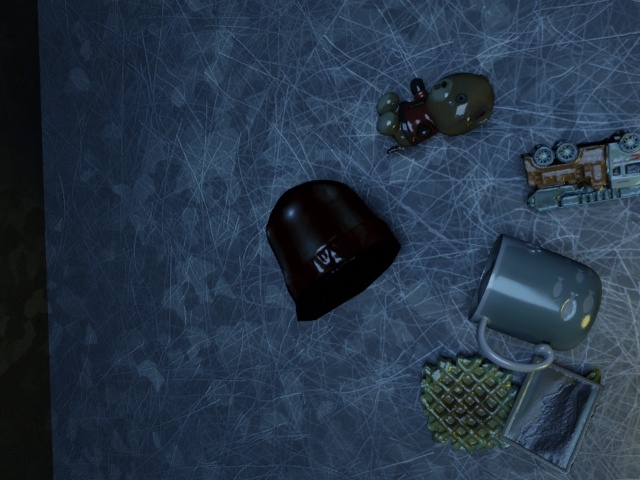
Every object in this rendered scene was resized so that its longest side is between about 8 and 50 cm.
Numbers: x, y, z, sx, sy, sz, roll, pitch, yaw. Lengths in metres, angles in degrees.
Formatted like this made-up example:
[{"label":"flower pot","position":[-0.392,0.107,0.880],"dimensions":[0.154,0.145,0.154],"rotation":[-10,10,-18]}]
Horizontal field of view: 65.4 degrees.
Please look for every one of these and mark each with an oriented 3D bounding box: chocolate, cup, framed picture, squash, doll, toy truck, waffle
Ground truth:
[{"label":"chocolate","position":[0.000,0.000,1.487],"dimensions":[0.383,0.384,0.331],"rotation":[-47,68,17]},{"label":"cup","position":[0.554,0.184,1.313],"dimensions":[0.275,0.259,0.356],"rotation":[20,60,13]},{"label":"framed picture","position":[0.643,0.481,1.390],"dimensions":[0.192,0.018,0.265],"rotation":[22,81,32]},{"label":"squash","position":[0.716,0.451,1.416],"dimensions":[0.094,0.094,0.224],"rotation":[42,99,11]},{"label":"doll","position":[0.326,-0.361,1.421],"dimensions":[0.330,0.234,0.174],"rotation":[-14,133,27]},{"label":"toy truck","position":[0.723,-0.186,1.328],"dimensions":[0.339,0.133,0.184],"rotation":[-6,103,22]},{"label":"waffle","position":[0.452,0.494,1.516],"dimensions":[0.292,0.056,0.308],"rotation":[-6,94,19]}]
